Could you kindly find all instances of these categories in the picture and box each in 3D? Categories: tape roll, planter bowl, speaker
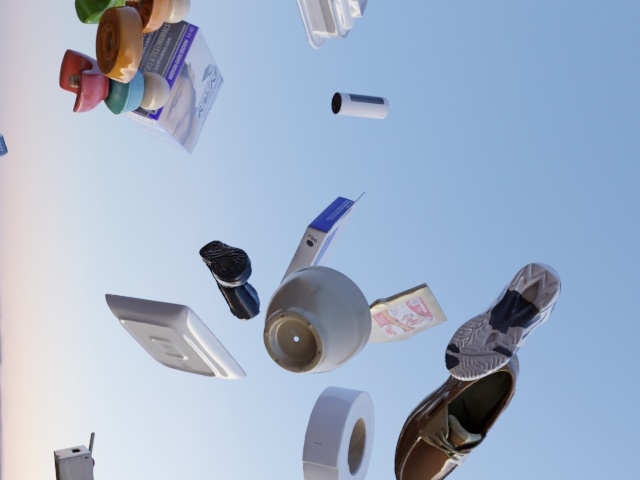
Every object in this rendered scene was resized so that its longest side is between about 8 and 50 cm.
[{"bbox_3d":[0.052,0.527,1.780,0.100,0.286,0.286,5,-81,22],"label":"tape roll"},{"bbox_3d":[-0.019,0.130,1.007,0.162,0.109,0.162,8,-70,24],"label":"planter bowl"},{"bbox_3d":[0.096,-0.329,1.667,0.055,0.136,0.055,-2,-92,63],"label":"speaker"}]

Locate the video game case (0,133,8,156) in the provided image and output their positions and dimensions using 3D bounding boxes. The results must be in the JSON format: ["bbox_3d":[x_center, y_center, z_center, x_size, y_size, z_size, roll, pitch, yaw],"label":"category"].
[{"bbox_3d":[-0.387,-0.036,0.508,0.274,0.196,0.026,-89,169,-74],"label":"video game case"}]

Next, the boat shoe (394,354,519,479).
[{"bbox_3d":[0.236,0.321,1.207,0.324,0.123,0.120,-60,179,12],"label":"boat shoe"}]

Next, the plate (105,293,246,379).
[{"bbox_3d":[-0.341,0.233,1.573,0.277,0.045,0.278,3,-40,34],"label":"plate"}]

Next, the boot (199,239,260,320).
[{"bbox_3d":[-0.205,0.118,1.741,0.246,0.094,0.207,26,-32,57],"label":"boot"}]

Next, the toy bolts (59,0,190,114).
[{"bbox_3d":[-0.265,-0.270,1.003,0.218,0.159,0.228,57,-48,32],"label":"toy bolts"}]

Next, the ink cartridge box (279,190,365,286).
[{"bbox_3d":[0.000,0.000,1.816,0.065,0.165,0.332,37,-45,8],"label":"ink cartridge box"}]

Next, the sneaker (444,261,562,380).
[{"bbox_3d":[0.311,0.136,1.133,0.094,0.153,0.235,39,-78,25],"label":"sneaker"}]

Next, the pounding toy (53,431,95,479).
[{"bbox_3d":[-0.554,0.525,1.571,0.141,0.100,0.130,-11,-96,63],"label":"pounding toy"}]

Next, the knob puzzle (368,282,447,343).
[{"bbox_3d":[0.147,0.156,1.400,0.213,0.213,0.030,118,-34,-46],"label":"knob puzzle"}]

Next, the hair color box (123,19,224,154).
[{"bbox_3d":[-0.288,-0.295,1.331,0.339,0.110,0.185,75,38,-87],"label":"hair color box"}]

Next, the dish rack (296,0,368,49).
[{"bbox_3d":[0.037,-0.453,0.902,0.285,0.072,0.332,69,34,-57],"label":"dish rack"}]
